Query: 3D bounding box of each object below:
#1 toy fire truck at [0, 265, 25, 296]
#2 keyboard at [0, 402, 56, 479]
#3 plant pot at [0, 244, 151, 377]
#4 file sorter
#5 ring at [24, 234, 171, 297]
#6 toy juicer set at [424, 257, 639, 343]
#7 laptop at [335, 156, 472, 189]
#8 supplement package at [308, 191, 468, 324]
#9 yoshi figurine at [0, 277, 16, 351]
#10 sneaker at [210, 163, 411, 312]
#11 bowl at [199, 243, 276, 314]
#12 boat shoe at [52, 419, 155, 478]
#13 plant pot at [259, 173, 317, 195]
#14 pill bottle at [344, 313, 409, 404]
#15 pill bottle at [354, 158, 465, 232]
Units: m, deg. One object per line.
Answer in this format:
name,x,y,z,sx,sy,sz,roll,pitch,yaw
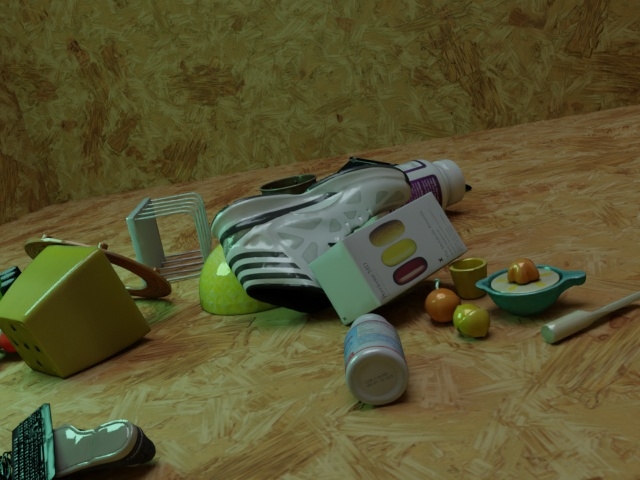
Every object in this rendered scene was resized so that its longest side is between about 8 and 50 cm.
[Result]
toy fire truck,-0.675,0.116,1.737,0.246,0.158,0.217,-28,18,-16
keyboard,-0.411,0.296,0.923,0.100,0.038,0.192,-46,28,-5
plant pot,-0.507,0.150,1.339,0.212,0.212,0.187,0,35,41
file sorter,-0.400,-0.012,1.853,0.173,0.193,0.278,-11,15,-3
ring,-0.501,0.060,1.543,0.336,0.032,0.336,11,-21,4
toy juicer set,0.314,0.085,1.097,0.329,0.089,0.209,4,21,45
laptop,0.183,-0.129,2.145,0.408,0.236,0.382,13,6,-21
supplement package,0.126,0.032,1.254,0.244,0.139,0.134,-28,-6,-35
yoshi figurine,-0.714,0.170,1.469,0.362,0.203,0.203,-25,4,-33
sneaker,0.025,0.013,1.388,0.447,0.257,0.169,-17,-25,-20
bowl,-0.145,0.039,1.518,0.289,0.156,0.289,-11,14,3
boat shoe,-0.315,0.294,0.928,0.206,0.065,0.075,-17,47,27
plant pot,-0.074,-0.087,1.908,0.167,0.165,0.167,-11,16,3
pill bottle,0.078,0.167,0.992,0.087,0.087,0.160,-12,14,3
pill bottle,0.223,-0.116,1.768,0.301,0.169,0.169,-18,16,-24
